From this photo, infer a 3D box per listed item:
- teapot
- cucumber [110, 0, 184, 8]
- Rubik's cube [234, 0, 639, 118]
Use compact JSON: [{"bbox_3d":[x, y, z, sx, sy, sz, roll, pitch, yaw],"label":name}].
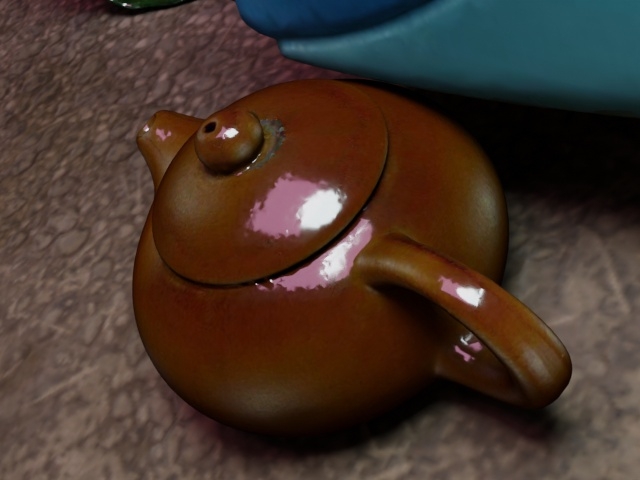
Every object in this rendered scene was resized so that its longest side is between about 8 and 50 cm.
[{"bbox_3d":[0.000,0.000,0.469,0.178,0.135,0.252,-51,43,-10],"label":"teapot"},{"bbox_3d":[-0.136,-0.271,0.774,0.191,0.191,0.130,-10,47,27],"label":"cucumber"},{"bbox_3d":[0.133,-0.275,0.424,0.352,0.351,0.347,16,48,43],"label":"Rubik's cube"}]
